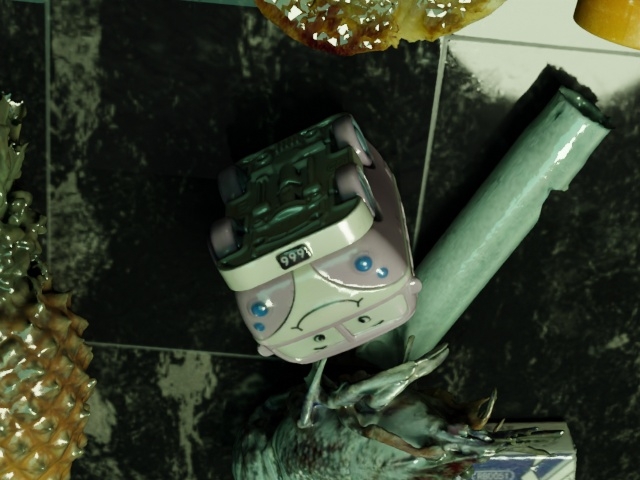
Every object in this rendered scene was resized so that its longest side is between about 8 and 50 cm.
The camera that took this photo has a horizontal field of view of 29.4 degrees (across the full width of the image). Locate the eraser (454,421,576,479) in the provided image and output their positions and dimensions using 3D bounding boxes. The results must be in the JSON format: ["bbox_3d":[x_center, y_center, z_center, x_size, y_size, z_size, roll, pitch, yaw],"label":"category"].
[{"bbox_3d":[0.141,0.244,1.204,0.210,0.068,0.124,-1,118,2],"label":"eraser"}]

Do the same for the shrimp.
[{"bbox_3d":[0.044,0.151,1.060,0.372,0.137,0.172,-23,117,37],"label":"shrimp"}]

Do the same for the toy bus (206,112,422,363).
[{"bbox_3d":[0.000,0.000,1.003,0.142,0.202,0.142,-22,117,11],"label":"toy bus"}]

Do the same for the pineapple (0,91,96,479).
[{"bbox_3d":[-0.278,0.058,1.056,0.175,0.175,0.361,4,118,-2],"label":"pineapple"}]

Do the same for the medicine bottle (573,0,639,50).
[{"bbox_3d":[0.263,-0.258,0.898,0.112,0.149,0.222,8,117,-6],"label":"medicine bottle"}]

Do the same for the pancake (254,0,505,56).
[{"bbox_3d":[0.045,-0.302,0.873,0.356,0.065,0.356,-2,121,-3],"label":"pancake"}]

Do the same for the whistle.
[{"bbox_3d":[0.140,0.002,1.082,0.062,0.062,0.312,30,113,-14],"label":"whistle"}]
